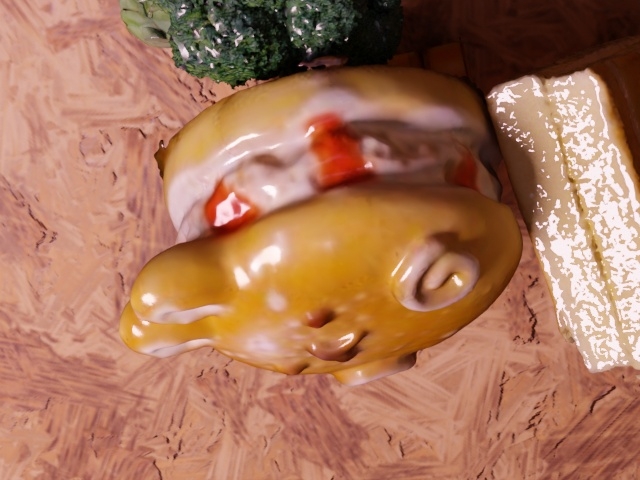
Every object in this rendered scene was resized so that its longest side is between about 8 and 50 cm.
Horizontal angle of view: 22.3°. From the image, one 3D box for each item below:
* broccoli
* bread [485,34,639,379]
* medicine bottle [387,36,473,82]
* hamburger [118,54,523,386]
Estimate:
[{"bbox_3d":[-0.055,-0.217,1.226,0.270,0.270,0.270,43,143,-19],"label":"broccoli"},{"bbox_3d":[0.256,-0.034,1.269,0.111,0.239,0.246,-13,97,37],"label":"bread"},{"bbox_3d":[0.035,-0.099,1.351,0.192,0.096,0.096,-14,117,9],"label":"medicine bottle"},{"bbox_3d":[0.000,0.000,1.219,0.302,0.186,0.261,6,151,-26],"label":"hamburger"}]
